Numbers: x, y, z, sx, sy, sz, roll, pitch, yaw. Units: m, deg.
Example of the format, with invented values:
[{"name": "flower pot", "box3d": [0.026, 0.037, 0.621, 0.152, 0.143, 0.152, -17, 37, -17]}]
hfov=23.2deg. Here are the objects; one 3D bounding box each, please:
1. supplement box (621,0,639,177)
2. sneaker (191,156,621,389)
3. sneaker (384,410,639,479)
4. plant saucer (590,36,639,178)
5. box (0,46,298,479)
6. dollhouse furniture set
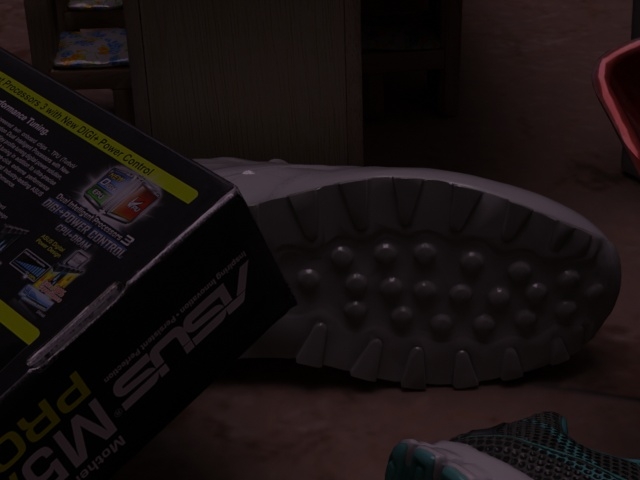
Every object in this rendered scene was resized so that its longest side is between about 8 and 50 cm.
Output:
[{"name": "supplement box", "box3d": [0.247, -0.054, 0.663, 0.111, 0.114, 0.220, -24, 36, -30]}, {"name": "sneaker", "box3d": [0.000, 0.000, 0.619, 0.235, 0.090, 0.095, 3, 22, 5]}, {"name": "sneaker", "box3d": [0.096, 0.097, 0.473, 0.076, 0.065, 0.166, -19, 37, -33]}, {"name": "plant saucer", "box3d": [0.251, 0.013, 0.485, 0.259, 0.048, 0.258, -21, 65, -5]}, {"name": "box", "box3d": [-0.175, 0.020, 0.544, 0.216, 0.060, 0.270, -43, 46, -19]}, {"name": "dollhouse furniture set", "box3d": [-0.037, -0.128, 0.750, 0.212, 0.161, 0.242, -3, 31, -2]}]
